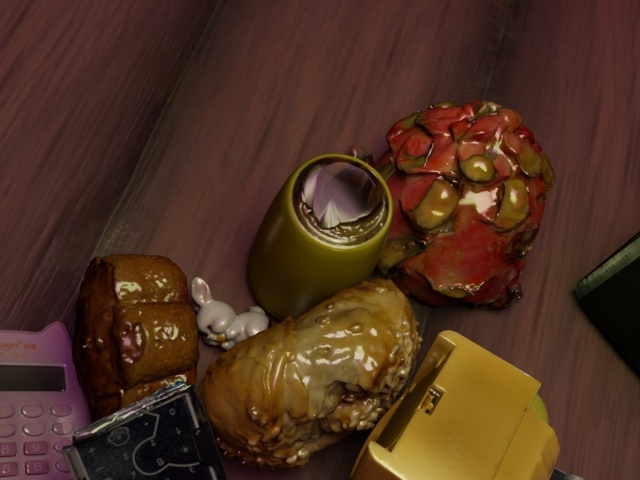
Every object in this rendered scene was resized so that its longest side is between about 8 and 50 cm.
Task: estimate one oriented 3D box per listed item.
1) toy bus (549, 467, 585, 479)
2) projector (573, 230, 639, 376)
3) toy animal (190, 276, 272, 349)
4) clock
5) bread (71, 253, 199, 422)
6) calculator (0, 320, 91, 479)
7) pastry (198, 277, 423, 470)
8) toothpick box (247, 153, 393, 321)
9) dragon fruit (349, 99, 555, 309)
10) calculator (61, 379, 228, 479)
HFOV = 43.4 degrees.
[{"bbox_3d":[0.288,0.343,1.119,0.167,0.076,0.073,27,64,-2],"label":"toy bus"},{"bbox_3d":[0.633,0.104,1.130,0.242,0.395,0.405,-33,75,-24],"label":"projector"},{"bbox_3d":[-0.132,0.114,1.129,0.124,0.071,0.085,17,64,-5],"label":"toy animal"},{"bbox_3d":[0.128,0.295,0.971,0.200,0.317,0.244,38,50,9],"label":"clock"},{"bbox_3d":[-0.240,0.122,1.008,0.135,0.247,0.232,-7,65,-27],"label":"bread"},{"bbox_3d":[-0.377,0.236,0.990,0.194,0.043,0.294,10,54,-42],"label":"calculator"},{"bbox_3d":[0.001,0.182,1.025,0.310,0.255,0.162,-25,70,-16],"label":"pastry"},{"bbox_3d":[0.000,0.000,1.099,0.174,0.271,0.175,5,65,-11],"label":"toothpick box"},{"bbox_3d":[0.204,-0.068,1.184,0.314,0.263,0.296,13,64,-7],"label":"dragon fruit"},{"bbox_3d":[-0.190,0.305,0.955,0.165,0.028,0.274,-24,117,-23],"label":"calculator"}]
